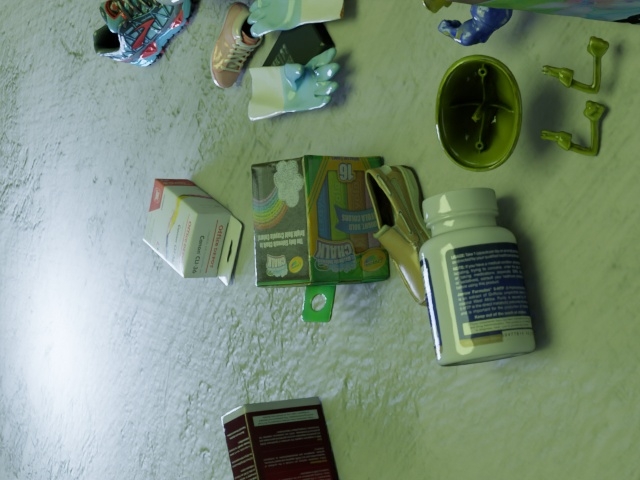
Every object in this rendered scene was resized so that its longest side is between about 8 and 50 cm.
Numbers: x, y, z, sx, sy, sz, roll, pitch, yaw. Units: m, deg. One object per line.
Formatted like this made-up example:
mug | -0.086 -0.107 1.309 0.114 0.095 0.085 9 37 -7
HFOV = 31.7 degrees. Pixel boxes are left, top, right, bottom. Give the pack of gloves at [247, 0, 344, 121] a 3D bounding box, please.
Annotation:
pack of gloves | -0.052 -0.276 1.575 0.232 0.046 0.195 -2 90 54

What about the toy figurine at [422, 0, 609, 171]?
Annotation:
toy figurine | 0.205 -0.280 1.211 0.217 0.191 0.362 -80 -15 -65

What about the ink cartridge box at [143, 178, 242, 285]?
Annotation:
ink cartridge box | -0.209 -0.014 1.824 0.198 0.067 0.115 35 118 48

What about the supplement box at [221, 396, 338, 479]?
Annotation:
supplement box | -0.044 0.343 1.550 0.073 0.130 0.239 -35 62 49

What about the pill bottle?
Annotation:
pill bottle | 0.169 0.041 1.256 0.112 0.112 0.186 -22 73 53

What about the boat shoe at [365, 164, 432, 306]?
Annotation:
boat shoe | 0.096 -0.004 1.390 0.068 0.072 0.190 -44 57 46

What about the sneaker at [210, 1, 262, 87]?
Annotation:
sneaker | -0.127 -0.291 1.714 0.070 0.051 0.134 39 118 53

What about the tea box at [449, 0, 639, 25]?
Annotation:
tea box | 0.310 -0.303 0.866 0.329 0.324 0.220 -1 90 55

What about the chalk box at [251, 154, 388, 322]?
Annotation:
chalk box | 0.000 0.000 1.478 0.132 0.132 0.213 -4 89 54

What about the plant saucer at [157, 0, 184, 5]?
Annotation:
plant saucer | -0.199 -0.554 1.674 0.400 0.100 0.400 -35 46 47

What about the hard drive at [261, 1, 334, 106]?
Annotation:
hard drive | -0.035 -0.263 1.610 0.135 0.022 0.094 -55 49 40

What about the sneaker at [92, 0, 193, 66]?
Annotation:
sneaker | -0.304 -0.381 1.896 0.262 0.125 0.104 -47 55 45
